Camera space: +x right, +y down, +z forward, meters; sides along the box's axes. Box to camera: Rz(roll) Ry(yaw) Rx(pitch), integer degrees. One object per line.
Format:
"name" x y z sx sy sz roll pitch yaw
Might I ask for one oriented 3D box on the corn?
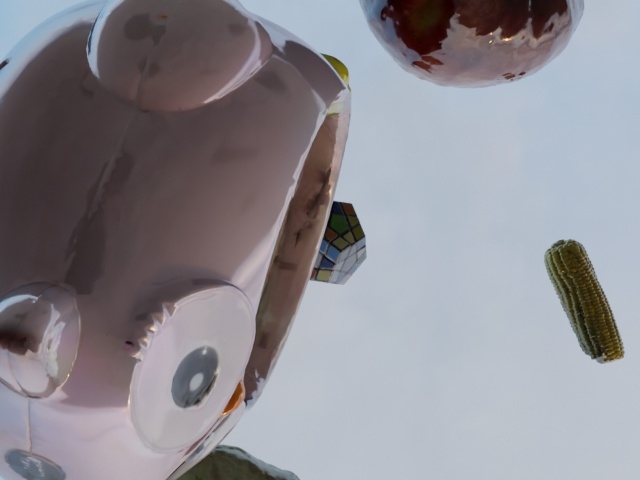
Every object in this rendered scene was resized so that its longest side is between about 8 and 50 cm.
"corn" 0.407 0.094 1.308 0.072 0.072 0.203 -20 -99 -11

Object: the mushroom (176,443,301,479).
"mushroom" -0.101 0.377 1.085 0.163 0.267 0.190 -3 -145 17

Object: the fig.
"fig" 0.134 -0.249 0.775 0.223 0.263 0.224 4 -75 14

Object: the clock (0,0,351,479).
"clock" -0.143 0.004 0.632 0.250 0.368 0.377 17 -134 5

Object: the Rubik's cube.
"Rubik's cube" 0.000 0.000 0.953 0.093 0.111 0.111 35 -112 27
